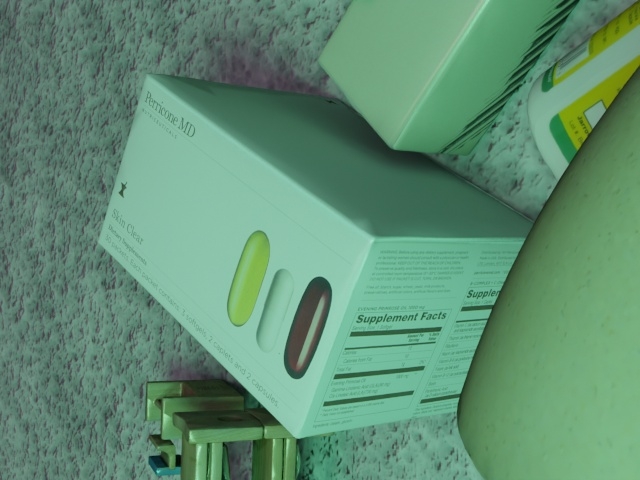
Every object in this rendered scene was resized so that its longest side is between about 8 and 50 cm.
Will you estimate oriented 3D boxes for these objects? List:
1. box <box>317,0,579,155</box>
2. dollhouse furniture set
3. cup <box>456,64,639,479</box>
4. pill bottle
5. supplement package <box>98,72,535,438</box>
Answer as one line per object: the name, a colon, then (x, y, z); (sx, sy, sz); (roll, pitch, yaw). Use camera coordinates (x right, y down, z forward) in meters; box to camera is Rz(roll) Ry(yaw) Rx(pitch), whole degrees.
box: (0.119, -0.197, 0.721); (0.113, 0.094, 0.275); (55, 126, 31)
dollhouse furniture set: (-0.076, 0.204, 0.925); (0.184, 0.129, 0.129); (-167, 79, -70)
cup: (0.239, -0.002, 0.417); (0.331, 0.331, 0.236); (24, 111, 43)
pill bottle: (0.231, -0.101, 0.590); (0.208, 0.118, 0.117); (-38, 64, 39)
supplement package: (0.000, 0.000, 0.765); (0.262, 0.204, 0.145); (37, 115, 40)
